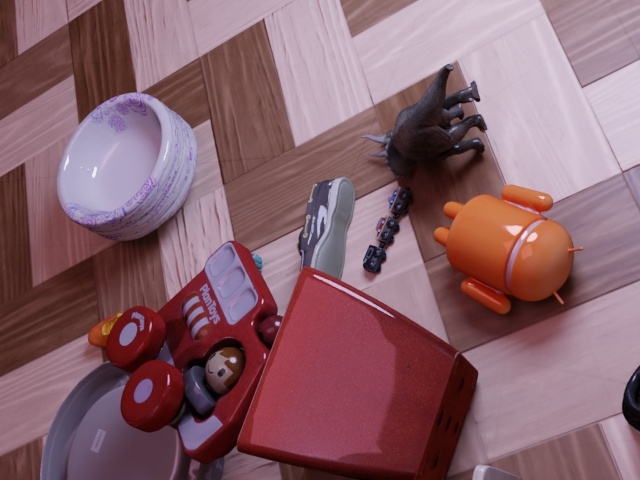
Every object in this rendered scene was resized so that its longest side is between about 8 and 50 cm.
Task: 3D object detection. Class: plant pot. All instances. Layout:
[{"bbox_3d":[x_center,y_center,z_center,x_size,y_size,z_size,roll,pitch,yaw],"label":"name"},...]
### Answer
[{"bbox_3d":[0.077,0.221,1.250,0.236,0.267,0.267,15,78,23],"label":"plant pot"}]

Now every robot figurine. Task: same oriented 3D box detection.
[{"bbox_3d":[0.274,0.012,1.287,0.219,0.128,0.158,27,64,37],"label":"robot figurine"}]

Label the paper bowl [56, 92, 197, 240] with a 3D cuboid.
[{"bbox_3d":[-0.365,-0.135,1.722,0.284,0.148,0.284,-12,64,27],"label":"paper bowl"}]

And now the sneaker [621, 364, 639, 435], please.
[{"bbox_3d":[0.494,0.137,1.086,0.293,0.146,0.102,-44,54,8],"label":"sneaker"}]

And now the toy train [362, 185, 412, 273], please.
[{"bbox_3d":[0.110,-0.020,1.462,0.036,0.027,0.158,17,80,46],"label":"toy train"}]

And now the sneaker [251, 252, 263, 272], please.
[{"bbox_3d":[-0.177,0.075,1.574,0.166,0.065,0.076,-44,50,6],"label":"sneaker"}]

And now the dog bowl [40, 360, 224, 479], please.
[{"bbox_3d":[-0.316,0.375,1.502,0.349,0.102,0.348,-13,63,26],"label":"dog bowl"}]

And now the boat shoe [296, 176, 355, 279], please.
[{"bbox_3d":[0.000,0.000,1.490,0.069,0.081,0.227,-2,62,34],"label":"boat shoe"}]

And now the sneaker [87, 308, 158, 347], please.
[{"bbox_3d":[-0.376,0.158,1.653,0.175,0.067,0.064,-20,62,25],"label":"sneaker"}]

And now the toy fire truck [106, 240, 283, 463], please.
[{"bbox_3d":[-0.163,0.163,1.307,0.254,0.169,0.302,-44,41,10],"label":"toy fire truck"}]

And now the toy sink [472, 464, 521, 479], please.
[{"bbox_3d":[0.166,0.413,1.164,0.131,0.153,0.234,3,72,32],"label":"toy sink"}]

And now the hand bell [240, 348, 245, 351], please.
[{"bbox_3d":[-0.101,0.213,1.459,0.126,0.126,0.242,-43,67,8],"label":"hand bell"}]

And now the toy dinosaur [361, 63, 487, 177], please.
[{"bbox_3d":[0.172,-0.172,1.382,0.160,0.313,0.121,-24,84,-5],"label":"toy dinosaur"}]
